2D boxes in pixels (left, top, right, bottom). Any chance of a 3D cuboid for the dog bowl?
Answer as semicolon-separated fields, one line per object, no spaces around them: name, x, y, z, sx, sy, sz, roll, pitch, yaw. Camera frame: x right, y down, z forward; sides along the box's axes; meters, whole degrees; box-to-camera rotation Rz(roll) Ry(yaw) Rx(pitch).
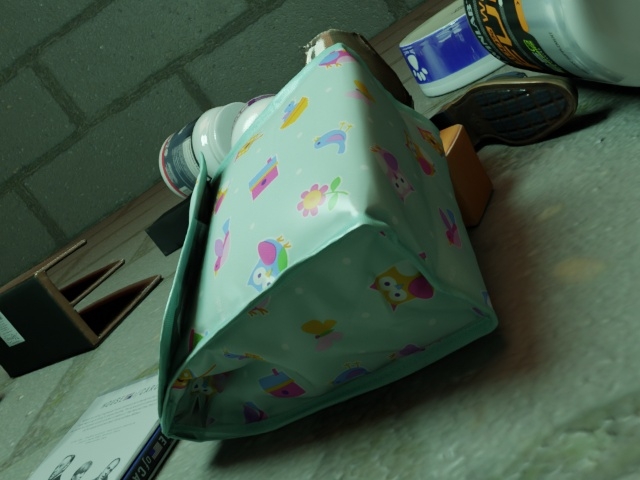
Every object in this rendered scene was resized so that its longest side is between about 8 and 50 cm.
dog bowl;0.275;-0.371;1.087;0.265;0.104;0.265;-32;17;11

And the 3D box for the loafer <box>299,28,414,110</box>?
loafer;0.056;-0.154;0.721;0.133;0.130;0.366;-15;-1;5

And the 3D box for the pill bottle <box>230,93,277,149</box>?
pill bottle;-0.082;-0.182;1.135;0.169;0.169;0.301;-34;16;1

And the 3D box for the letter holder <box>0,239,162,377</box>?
letter holder;-0.468;0.101;1.130;0.302;0.152;0.214;-22;19;37

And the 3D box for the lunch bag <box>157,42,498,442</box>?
lunch bag;-0.028;0.014;0.481;0.262;0.160;0.223;-35;36;28

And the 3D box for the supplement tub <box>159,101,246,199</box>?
supplement tub;-0.251;-0.209;1.487;0.272;0.191;0.191;-15;26;49

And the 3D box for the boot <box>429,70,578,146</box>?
boot;0.214;-0.162;0.680;0.106;0.082;0.219;-43;17;-18

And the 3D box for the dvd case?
dvd case;-0.211;0.211;0.554;0.179;0.030;0.239;-24;20;33

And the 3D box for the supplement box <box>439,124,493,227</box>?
supplement box;0.048;-0.036;0.630;0.233;0.078;0.080;-16;28;39

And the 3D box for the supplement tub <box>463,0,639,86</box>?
supplement tub;0.258;-0.261;0.608;0.193;0.194;0.316;-33;17;7

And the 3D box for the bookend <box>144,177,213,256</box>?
bookend;-0.272;-0.060;1.327;0.157;0.072;0.156;-29;17;20
